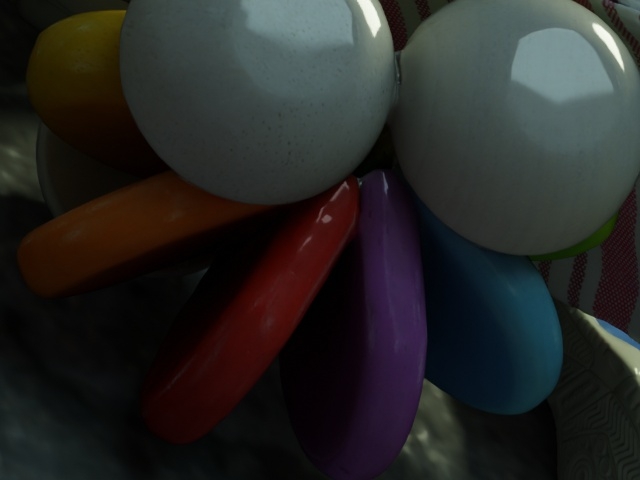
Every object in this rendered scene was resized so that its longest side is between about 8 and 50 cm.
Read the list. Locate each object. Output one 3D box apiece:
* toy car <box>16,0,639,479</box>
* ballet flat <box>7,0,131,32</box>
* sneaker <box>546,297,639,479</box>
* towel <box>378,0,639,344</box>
[{"bbox_3d":[0.000,0.000,0.551,0.182,0.159,0.136,11,74,-17],"label":"toy car"},{"bbox_3d":[-0.058,-0.119,0.679,0.107,0.106,0.316,38,18,-4],"label":"ballet flat"},{"bbox_3d":[0.122,0.062,0.676,0.084,0.058,0.152,14,28,-23],"label":"sneaker"},{"bbox_3d":[0.079,-0.031,0.615,0.029,0.144,0.197,-32,39,-25],"label":"towel"}]
